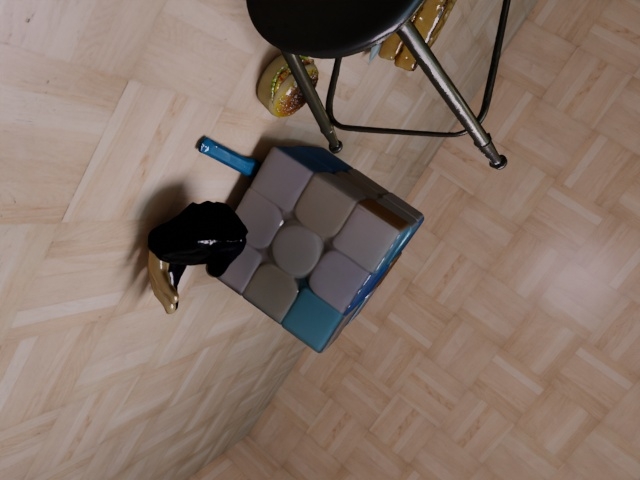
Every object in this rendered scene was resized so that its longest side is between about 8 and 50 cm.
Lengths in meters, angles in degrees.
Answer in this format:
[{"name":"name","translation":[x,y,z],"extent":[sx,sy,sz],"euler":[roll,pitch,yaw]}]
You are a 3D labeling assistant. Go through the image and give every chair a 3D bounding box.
[{"name":"chair","translation":[0.117,-0.357,0.926],"extent":[0.410,0.365,0.361],"euler":[18,84,-60]}]

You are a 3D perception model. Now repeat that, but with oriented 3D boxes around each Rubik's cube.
[{"name":"Rubik's cube","translation":[0.000,0.000,1.368],"extent":[0.346,0.347,0.344],"euler":[-57,170,18]}]

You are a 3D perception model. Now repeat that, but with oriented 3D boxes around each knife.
[{"name":"knife","translation":[-0.172,-0.166,1.177],"extent":[0.044,0.026,0.296],"euler":[-57,161,4]}]

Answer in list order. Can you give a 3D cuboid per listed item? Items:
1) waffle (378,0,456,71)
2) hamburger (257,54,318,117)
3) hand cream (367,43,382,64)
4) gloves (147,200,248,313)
[{"name":"waffle","translation":[0.253,-0.543,1.334],"extent":[0.224,0.098,0.327],"euler":[-62,177,38]},{"name":"hamburger","translation":[-0.059,-0.302,1.101],"extent":[0.127,0.082,0.141],"euler":[-39,160,-38]},{"name":"hand cream","translation":[0.162,-0.546,1.261],"extent":[0.085,0.058,0.331],"euler":[-60,176,-37]},{"name":"gloves","translation":[-0.258,0.036,1.141],"extent":[0.197,0.152,0.301],"euler":[-1,136,-43]}]
